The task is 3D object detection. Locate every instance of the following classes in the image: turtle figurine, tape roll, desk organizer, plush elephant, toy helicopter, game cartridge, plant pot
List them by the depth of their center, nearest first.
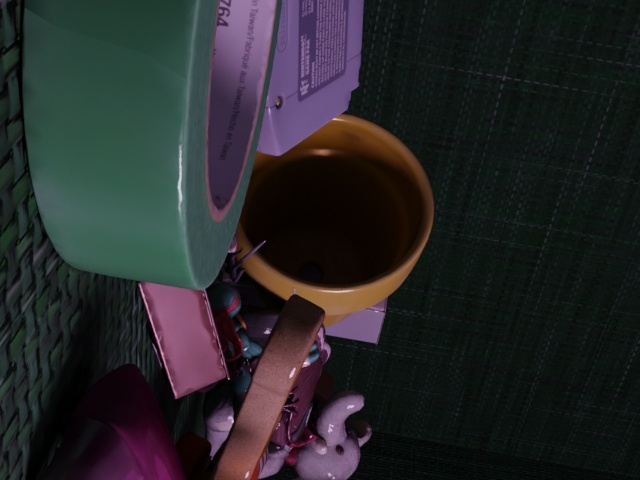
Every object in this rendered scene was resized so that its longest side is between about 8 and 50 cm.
[{"bbox_3d":[-0.077,-0.134,0.507,0.321,0.077,0.322,10,90,-89],"label":"tape roll"},{"bbox_3d":[-0.118,0.065,0.711,0.047,0.050,0.130,46,-28,50],"label":"desk organizer"},{"bbox_3d":[-0.081,0.203,0.771,0.355,0.140,0.235,-67,173,30],"label":"toy helicopter"},{"bbox_3d":[-0.022,-0.244,0.833,0.198,0.062,0.297,-36,138,-45],"label":"game cartridge"},{"bbox_3d":[-0.093,0.099,0.912,0.175,0.118,0.234,51,-32,31],"label":"turtle figurine"},{"bbox_3d":[0.000,0.000,1.127,0.239,0.253,0.254,104,-3,-62],"label":"plant pot"},{"bbox_3d":[-0.041,0.298,1.346,0.272,0.255,0.330,-78,178,-59],"label":"plush elephant"}]

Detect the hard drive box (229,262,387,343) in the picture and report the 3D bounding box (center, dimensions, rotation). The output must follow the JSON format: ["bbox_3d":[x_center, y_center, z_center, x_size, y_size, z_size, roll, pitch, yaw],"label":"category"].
[{"bbox_3d":[-0.011,0.044,1.312,0.089,0.232,0.181,98,3,-49],"label":"hard drive box"}]

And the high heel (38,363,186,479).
[{"bbox_3d":[-0.091,0.200,0.555,0.244,0.082,0.117,57,29,-20],"label":"high heel"}]

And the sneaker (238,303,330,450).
[{"bbox_3d":[-0.051,0.185,1.098,0.281,0.106,0.163,53,46,-67],"label":"sneaker"}]

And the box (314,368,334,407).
[{"bbox_3d":[-0.059,0.217,1.550,0.021,0.201,0.164,-50,-177,6],"label":"box"}]

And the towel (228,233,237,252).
[{"bbox_3d":[-0.092,-0.059,0.775,0.197,0.029,0.144,77,11,-89],"label":"towel"}]
